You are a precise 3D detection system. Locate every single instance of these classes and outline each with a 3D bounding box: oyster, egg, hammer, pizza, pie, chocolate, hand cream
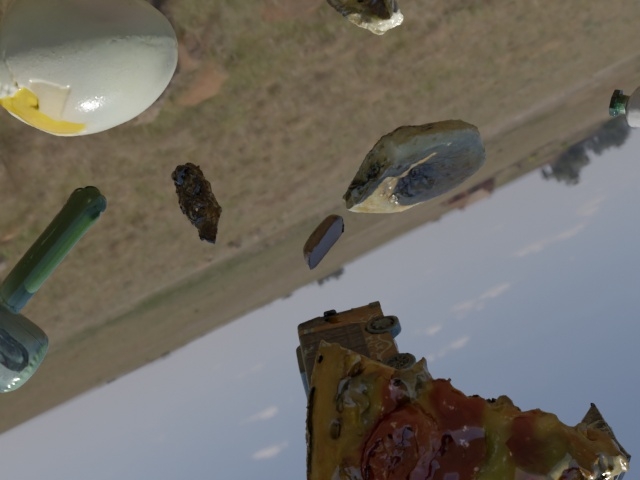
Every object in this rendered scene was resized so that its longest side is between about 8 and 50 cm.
[{"bbox_3d":[0.069,-0.479,1.659,0.100,0.271,0.275,10,-176,-37],"label":"oyster"},{"bbox_3d":[-0.166,-0.052,1.332,0.029,0.086,0.132,-6,-155,-35],"label":"oyster"},{"bbox_3d":[-0.434,-0.339,1.832,0.345,0.283,0.283,-5,180,2],"label":"egg"},{"bbox_3d":[-0.444,0.049,1.493,0.335,0.206,0.119,-53,-156,-16],"label":"hammer"},{"bbox_3d":[0.157,0.281,1.195,0.406,0.440,0.130,-25,157,27],"label":"pizza"},{"bbox_3d":[0.135,-0.099,1.342,0.185,0.052,0.218,-11,157,-25],"label":"pie"},{"bbox_3d":[0.000,0.000,1.628,0.101,0.031,0.064,-52,155,-26],"label":"chocolate"},{"bbox_3d":[0.683,-0.218,1.749,0.336,0.076,0.121,15,-155,28],"label":"hand cream"}]

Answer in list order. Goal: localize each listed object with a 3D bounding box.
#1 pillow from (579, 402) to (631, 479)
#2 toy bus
[{"bbox_3d":[0.407,0.336,1.478,0.208,0.055,0.141,-72,-177,-76],"label":"pillow"},{"bbox_3d":[0.068,0.246,1.710,0.194,0.162,0.323,-15,-158,-1],"label":"toy bus"}]
